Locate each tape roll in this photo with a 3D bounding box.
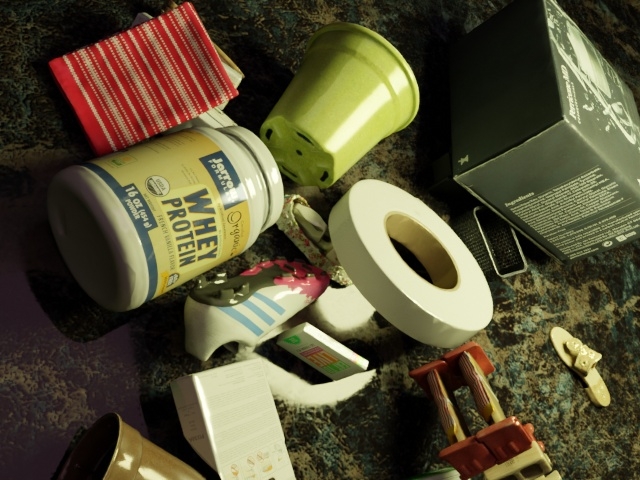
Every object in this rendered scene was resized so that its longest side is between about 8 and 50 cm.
[{"bbox_3d":[0.187,0.038,1.259,0.392,0.072,0.392,30,32,-21],"label":"tape roll"}]

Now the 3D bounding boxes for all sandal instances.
[{"bbox_3d":[0.687,0.312,1.579,0.088,0.079,0.240,-34,91,-40],"label":"sandal"}]

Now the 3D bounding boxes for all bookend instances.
[{"bbox_3d":[0.345,-0.190,1.562,0.157,0.072,0.156,12,63,-30],"label":"bookend"}]

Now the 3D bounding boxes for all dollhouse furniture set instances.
[{"bbox_3d":[0.346,0.400,1.248,0.374,0.152,0.201,51,14,-35],"label":"dollhouse furniture set"}]

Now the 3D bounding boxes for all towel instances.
[{"bbox_3d":[-0.309,-0.283,1.084,0.275,0.031,0.198,-27,87,-8],"label":"towel"}]

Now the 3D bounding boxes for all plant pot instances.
[{"bbox_3d":[-0.258,0.349,0.855,0.165,0.167,0.166,38,53,-27],"label":"plant pot"},{"bbox_3d":[0.019,-0.251,1.262,0.276,0.276,0.253,43,64,-12],"label":"plant pot"}]

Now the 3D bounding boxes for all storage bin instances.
[{"bbox_3d":[0.409,0.011,1.512,0.122,0.084,0.180,-10,76,-37],"label":"storage bin"}]

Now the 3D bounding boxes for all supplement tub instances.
[{"bbox_3d":[-0.236,-0.050,0.989,0.316,0.228,0.228,-30,89,-39],"label":"supplement tub"}]

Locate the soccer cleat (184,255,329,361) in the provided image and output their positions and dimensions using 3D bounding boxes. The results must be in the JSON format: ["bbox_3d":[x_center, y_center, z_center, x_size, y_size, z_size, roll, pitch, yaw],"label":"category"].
[{"bbox_3d":[-0.112,0.117,1.096,0.331,0.116,0.143,-9,117,-52],"label":"soccer cleat"}]

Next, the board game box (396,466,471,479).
[{"bbox_3d":[0.201,0.595,1.122,0.242,0.064,0.316,3,69,-34],"label":"board game box"}]

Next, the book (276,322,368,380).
[{"bbox_3d":[0.004,0.202,1.133,0.144,0.096,0.035,34,55,-18],"label":"book"}]

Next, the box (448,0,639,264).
[{"bbox_3d":[0.577,-0.274,1.549,0.472,0.297,0.479,30,49,-30],"label":"box"}]

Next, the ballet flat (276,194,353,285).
[{"bbox_3d":[0.000,0.000,1.232,0.241,0.077,0.091,42,51,-14],"label":"ballet flat"}]

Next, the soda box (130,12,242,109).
[{"bbox_3d":[-0.258,-0.338,1.172,0.216,0.073,0.069,30,15,-15],"label":"soda box"}]

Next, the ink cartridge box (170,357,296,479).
[{"bbox_3d":[-0.131,0.309,0.980,0.181,0.056,0.224,2,69,-61],"label":"ink cartridge box"}]

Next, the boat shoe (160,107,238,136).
[{"bbox_3d":[-0.230,-0.225,1.164,0.268,0.096,0.088,34,23,-4],"label":"boat shoe"}]

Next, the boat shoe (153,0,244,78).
[{"bbox_3d":[-0.246,-0.379,1.236,0.207,0.073,0.073,42,90,-9],"label":"boat shoe"}]
